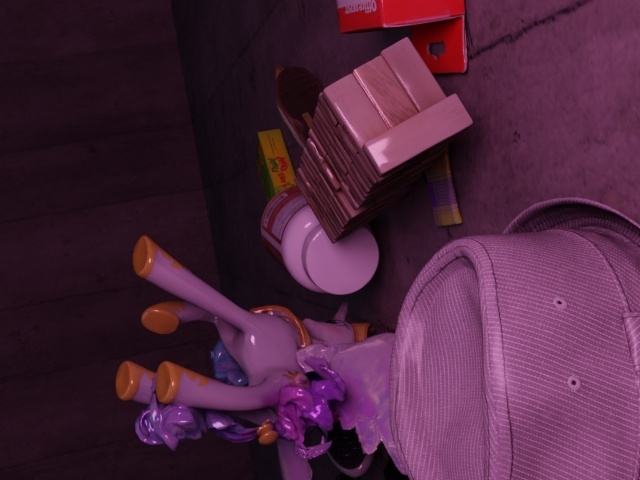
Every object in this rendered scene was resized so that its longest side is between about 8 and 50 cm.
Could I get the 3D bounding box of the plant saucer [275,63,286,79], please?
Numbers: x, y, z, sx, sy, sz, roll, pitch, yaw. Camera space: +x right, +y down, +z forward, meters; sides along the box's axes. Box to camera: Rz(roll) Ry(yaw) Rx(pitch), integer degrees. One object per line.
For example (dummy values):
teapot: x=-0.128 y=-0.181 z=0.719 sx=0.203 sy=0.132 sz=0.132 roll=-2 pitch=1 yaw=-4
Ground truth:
plant saucer: x=-0.056 y=-0.245 z=1.471 sx=0.083 sy=0.015 sz=0.083 roll=169 pitch=90 yaw=-78

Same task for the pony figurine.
pony figurine: x=-0.038 y=0.170 z=1.036 sx=0.303 sy=0.363 sz=0.351 roll=-52 pitch=38 yaw=29

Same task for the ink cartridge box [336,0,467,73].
ink cartridge box: x=0.061 y=-0.259 z=0.802 sx=0.134 sy=0.078 sz=0.231 roll=-146 pitch=47 yaw=-73

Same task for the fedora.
fedora: x=0.125 y=0.103 z=0.571 sx=0.244 sy=0.124 sz=0.275 roll=150 pitch=121 yaw=-61

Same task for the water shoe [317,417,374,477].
water shoe: x=0.046 y=0.305 z=1.391 sx=0.080 sy=0.073 sz=0.203 roll=56 pitch=178 yaw=-27

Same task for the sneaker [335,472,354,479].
sneaker: x=0.053 y=0.445 z=1.425 sx=0.188 sy=0.067 sz=0.078 roll=-112 pitch=11 yaw=-53

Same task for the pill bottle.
pill bottle: x=0.000 y=0.000 z=1.180 sx=0.216 sy=0.121 sz=0.121 roll=-141 pitch=43 yaw=-71

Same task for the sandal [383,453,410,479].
sandal: x=0.109 y=0.266 z=1.061 sx=0.254 sy=0.054 sz=0.097 roll=112 pitch=146 yaw=-67

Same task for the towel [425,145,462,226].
towel: x=0.117 y=-0.056 z=0.875 sx=0.060 sy=0.009 sz=0.083 roll=174 pitch=85 yaw=-77

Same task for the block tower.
block tower: x=0.045 y=-0.083 z=0.880 sx=0.097 sy=0.091 sz=0.335 roll=58 pitch=169 yaw=4

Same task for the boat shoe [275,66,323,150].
boat shoe: x=-0.017 y=-0.160 z=1.268 sx=0.072 sy=0.068 sz=0.190 roll=78 pitch=174 yaw=-56

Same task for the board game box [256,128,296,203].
board game box: x=-0.071 y=-0.096 z=1.594 sx=0.092 sy=0.043 sz=0.181 roll=99 pitch=157 yaw=-55
